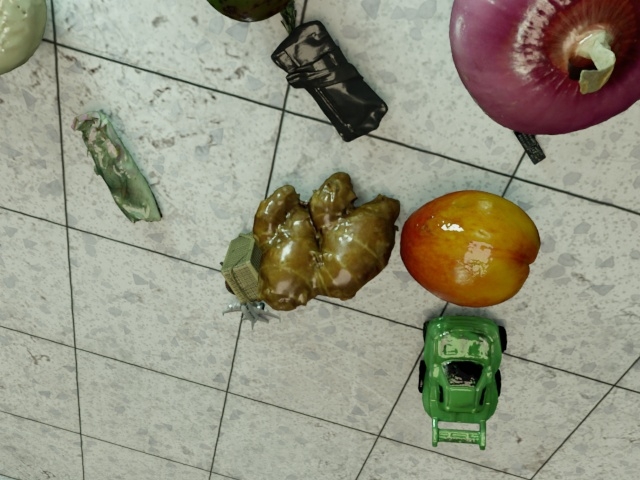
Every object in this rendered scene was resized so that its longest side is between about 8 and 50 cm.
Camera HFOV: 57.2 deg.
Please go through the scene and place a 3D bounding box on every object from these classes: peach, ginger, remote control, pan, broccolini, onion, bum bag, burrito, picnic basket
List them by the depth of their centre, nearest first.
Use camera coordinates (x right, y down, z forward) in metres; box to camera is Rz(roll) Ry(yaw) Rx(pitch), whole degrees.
[{"bbox_3d":[0.394,-0.321,0.905,0.358,0.345,0.358,-19,145,-14],"label":"onion"},{"bbox_3d":[-0.048,-0.394,1.118,0.035,0.030,0.140,-31,127,-10],"label":"broccolini"},{"bbox_3d":[0.022,-0.304,1.138,0.123,0.060,0.248,-32,121,25],"label":"bum bag"},{"bbox_3d":[0.417,-0.193,1.171,0.034,0.016,0.091,-34,115,14],"label":"remote control"},{"bbox_3d":[0.300,0.012,1.213,0.280,0.238,0.281,20,171,3],"label":"peach"},{"bbox_3d":[0.011,0.001,1.296,0.357,0.152,0.275,-13,83,6],"label":"ginger"},{"bbox_3d":[-0.465,-0.159,1.360,0.096,0.066,0.309,-10,127,16],"label":"burrito"},{"bbox_3d":[-0.166,0.061,1.403,0.079,0.164,0.115,-21,120,15],"label":"picnic basket"},{"bbox_3d":[-0.233,0.104,1.537,0.068,0.023,0.115,-19,121,26],"label":"pan"}]

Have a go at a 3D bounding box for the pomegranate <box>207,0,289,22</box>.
[{"bbox_3d":[-0.143,-0.480,0.984,0.247,0.202,0.202,29,135,29],"label":"pomegranate"}]

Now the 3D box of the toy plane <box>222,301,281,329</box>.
[{"bbox_3d":[-0.187,0.182,1.553,0.162,0.066,0.171,5,145,8],"label":"toy plane"}]

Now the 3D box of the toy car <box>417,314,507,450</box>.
[{"bbox_3d":[0.359,0.357,1.505,0.213,0.176,0.359,3,127,9],"label":"toy car"}]

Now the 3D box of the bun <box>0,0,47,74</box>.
[{"bbox_3d":[-0.691,-0.472,1.085,0.359,0.211,0.360,0,132,0],"label":"bun"}]
